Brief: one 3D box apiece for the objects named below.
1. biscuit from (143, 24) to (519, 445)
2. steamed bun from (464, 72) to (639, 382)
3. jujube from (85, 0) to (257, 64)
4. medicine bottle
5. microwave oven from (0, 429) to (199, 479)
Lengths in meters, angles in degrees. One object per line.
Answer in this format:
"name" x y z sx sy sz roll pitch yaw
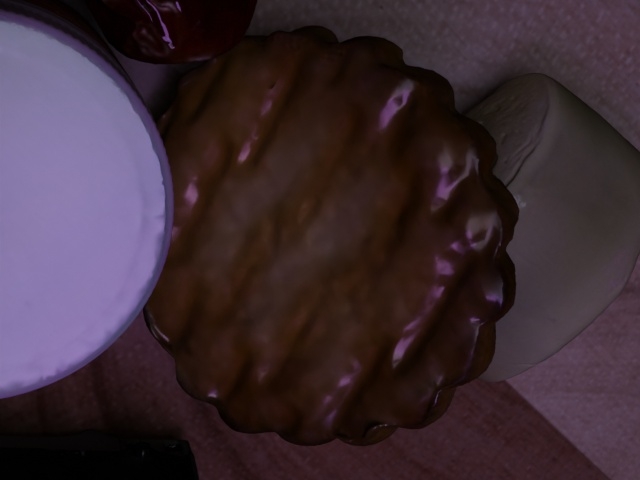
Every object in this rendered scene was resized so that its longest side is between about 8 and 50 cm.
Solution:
"biscuit" 0.000 0.000 0.868 0.326 0.107 0.325 4 99 26
"steamed bun" 0.170 -0.002 0.961 0.200 0.155 0.250 39 97 -24
"jujube" -0.123 -0.252 0.779 0.190 0.190 0.255 -15 117 -12
"medicine bottle" -0.241 -0.050 0.776 0.253 0.241 0.252 -5 109 -14
"microwave oven" -0.266 0.278 0.861 0.355 0.286 0.218 4 105 -14
